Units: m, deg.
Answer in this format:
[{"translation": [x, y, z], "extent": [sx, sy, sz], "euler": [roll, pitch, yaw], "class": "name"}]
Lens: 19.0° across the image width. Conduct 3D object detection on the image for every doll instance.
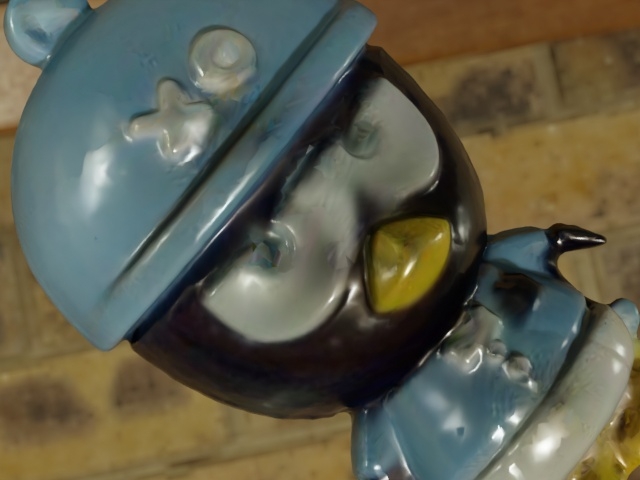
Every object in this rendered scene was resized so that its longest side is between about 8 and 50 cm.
[{"translation": [0.000, 0.000, 0.769], "extent": [0.177, 0.314, 0.141], "euler": [-53, -178, -17], "class": "doll"}]
